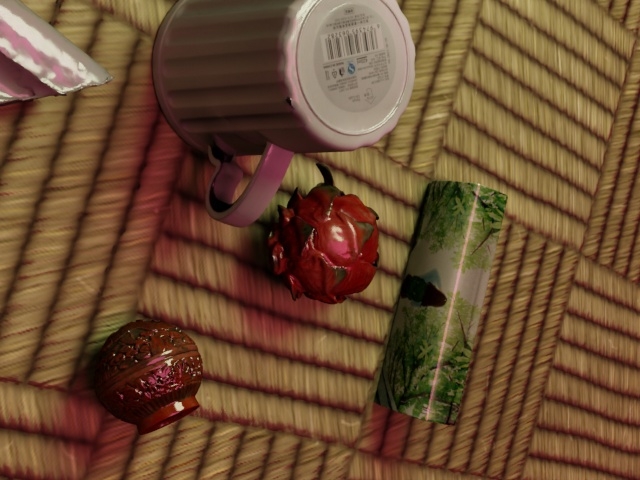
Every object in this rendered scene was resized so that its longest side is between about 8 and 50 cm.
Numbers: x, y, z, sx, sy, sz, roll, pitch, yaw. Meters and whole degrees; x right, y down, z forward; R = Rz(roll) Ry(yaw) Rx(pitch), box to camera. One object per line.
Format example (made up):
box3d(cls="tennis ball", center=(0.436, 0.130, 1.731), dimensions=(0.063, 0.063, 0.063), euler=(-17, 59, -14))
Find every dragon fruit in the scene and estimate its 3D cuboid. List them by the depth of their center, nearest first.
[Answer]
box3d(cls="dragon fruit", center=(0.005, 0.005, 0.965), dimensions=(0.121, 0.130, 0.142), euler=(38, 47, 5))

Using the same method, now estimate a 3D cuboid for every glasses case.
box3d(cls="glasses case", center=(0.136, 0.069, 1.094), dimensions=(0.062, 0.095, 0.272), euler=(17, 84, -39))

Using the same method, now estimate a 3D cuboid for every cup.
box3d(cls="cup", center=(-0.029, -0.131, 0.857), dimensions=(0.167, 0.202, 0.221), euler=(-17, 106, -35))

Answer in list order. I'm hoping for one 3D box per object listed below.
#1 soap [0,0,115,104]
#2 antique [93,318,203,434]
box3d(cls="soap", center=(-0.330, -0.087, 0.637), dimensions=(0.302, 0.159, 0.257), euler=(36, 69, -35))
box3d(cls="antique", center=(-0.156, 0.119, 0.854), dimensions=(0.104, 0.104, 0.104), euler=(-6, 100, -39))
